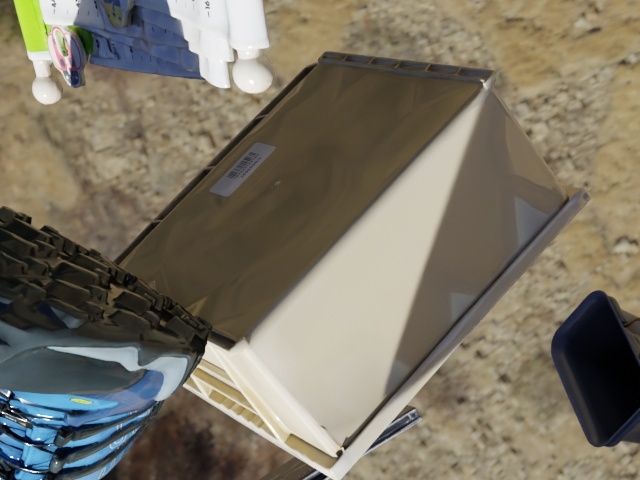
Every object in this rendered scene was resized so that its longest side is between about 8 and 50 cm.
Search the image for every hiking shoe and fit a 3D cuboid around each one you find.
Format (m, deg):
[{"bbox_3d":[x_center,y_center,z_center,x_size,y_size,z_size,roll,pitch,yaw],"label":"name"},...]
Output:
[{"bbox_3d":[-0.123,0.072,0.659,0.113,0.304,0.132,31,86,8],"label":"hiking shoe"}]

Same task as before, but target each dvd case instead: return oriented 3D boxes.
[{"bbox_3d":[-0.011,0.223,1.386,0.018,0.221,0.164,59,172,-1],"label":"dvd case"}]

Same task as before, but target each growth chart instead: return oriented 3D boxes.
[{"bbox_3d":[-0.091,-0.139,0.599,0.237,0.021,0.172,10,119,56],"label":"growth chart"}]

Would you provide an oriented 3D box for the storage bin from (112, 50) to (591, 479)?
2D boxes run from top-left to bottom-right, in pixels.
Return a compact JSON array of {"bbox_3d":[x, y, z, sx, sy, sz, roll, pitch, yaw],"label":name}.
[{"bbox_3d":[0.000,0.000,1.021,0.123,0.262,0.260,51,163,-28],"label":"storage bin"}]

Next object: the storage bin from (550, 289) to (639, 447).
[{"bbox_3d":[0.281,0.117,1.258,0.098,0.091,0.135,-54,34,30],"label":"storage bin"}]
